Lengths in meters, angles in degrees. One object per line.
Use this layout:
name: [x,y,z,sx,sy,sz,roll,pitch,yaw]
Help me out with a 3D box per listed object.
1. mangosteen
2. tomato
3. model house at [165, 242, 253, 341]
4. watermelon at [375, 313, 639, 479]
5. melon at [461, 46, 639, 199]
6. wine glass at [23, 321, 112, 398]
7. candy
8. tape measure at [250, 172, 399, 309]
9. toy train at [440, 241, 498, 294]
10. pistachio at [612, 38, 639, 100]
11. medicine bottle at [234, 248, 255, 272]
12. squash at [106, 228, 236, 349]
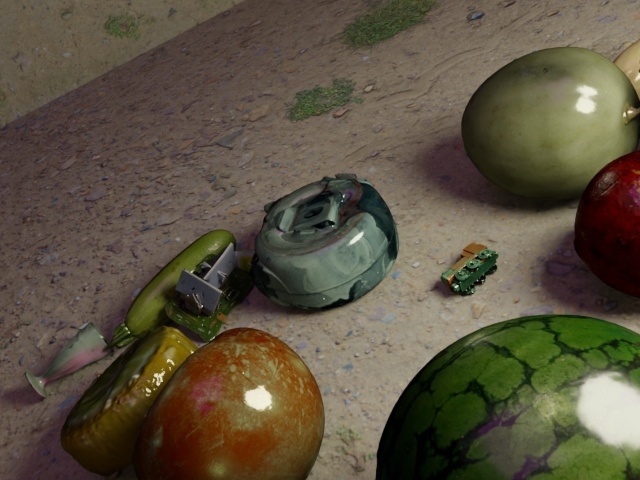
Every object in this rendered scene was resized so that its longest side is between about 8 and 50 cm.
mangosteen: [0.456,-0.022,1.039,0.215,0.215,0.257,-34,5,-10]
tomato: [-0.112,0.260,0.987,0.223,0.270,0.270,33,58,7]
model house: [-0.201,0.083,1.350,0.117,0.088,0.167,32,57,8]
watermelon: [0.224,0.241,0.725,0.364,0.363,0.363,-17,37,13]
melon: [0.392,-0.198,1.237,0.272,0.271,0.308,-40,43,-18]
wine glass: [-0.481,0.232,1.398,0.155,0.073,0.073,-39,37,-12]
candy: [-0.299,0.255,1.173,0.260,0.118,0.260,-39,15,13]
tape measure: [0.000,0.000,1.322,0.275,0.147,0.256,-11,39,22]
toy train: [0.243,0.046,1.200,0.103,0.044,0.064,-38,34,-20]
pistachio: [0.619,-0.315,1.356,0.201,0.117,0.145,-35,41,-11]
medicine bottle: [-0.136,0.041,1.437,0.083,0.047,0.047,0,43,37]
squash: [-0.286,0.093,1.431,0.095,0.094,0.341,17,53,44]
